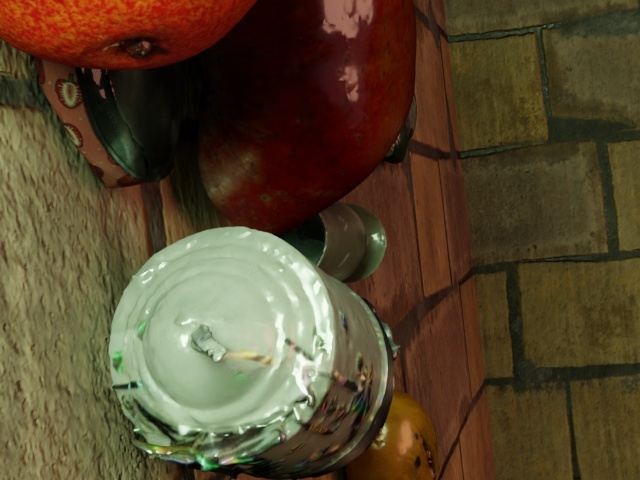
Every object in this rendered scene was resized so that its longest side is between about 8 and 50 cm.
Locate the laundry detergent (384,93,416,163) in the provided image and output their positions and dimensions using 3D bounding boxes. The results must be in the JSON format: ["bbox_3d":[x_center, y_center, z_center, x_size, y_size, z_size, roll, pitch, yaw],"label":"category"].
[{"bbox_3d":[0.132,-0.197,1.902,0.211,0.063,0.137,-74,160,-55],"label":"laundry detergent"}]

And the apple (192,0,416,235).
[{"bbox_3d":[-0.042,-0.196,1.043,0.328,0.295,0.365,-68,170,17],"label":"apple"}]

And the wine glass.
[{"bbox_3d":[0.000,0.000,1.235,0.231,0.103,0.103,8,76,-72],"label":"wine glass"}]

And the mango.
[{"bbox_3d":[0.104,0.312,1.466,0.295,0.120,0.177,67,23,-49],"label":"mango"}]

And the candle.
[{"bbox_3d":[-0.058,0.086,0.809,0.330,0.187,0.187,42,44,-68],"label":"candle"}]

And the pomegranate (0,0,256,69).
[{"bbox_3d":[-0.126,-0.226,0.630,0.221,0.221,0.256,49,21,-66],"label":"pomegranate"}]

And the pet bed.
[{"bbox_3d":[-0.153,-0.142,0.801,0.201,0.053,0.201,-5,90,-76],"label":"pet bed"}]
